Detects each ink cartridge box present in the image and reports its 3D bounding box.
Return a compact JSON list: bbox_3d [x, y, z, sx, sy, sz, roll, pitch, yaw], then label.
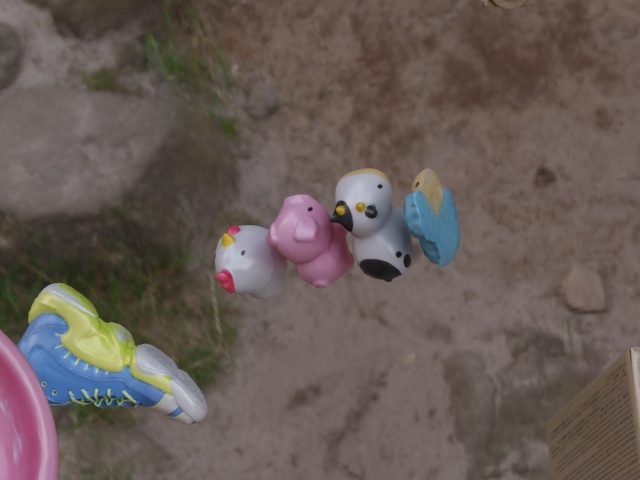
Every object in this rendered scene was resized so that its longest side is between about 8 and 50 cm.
[{"bbox_3d":[0.303,0.232,1.214,0.088,0.235,0.193,3,64,-11],"label":"ink cartridge box"}]

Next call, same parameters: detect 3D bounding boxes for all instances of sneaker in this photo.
[{"bbox_3d":[-0.246,0.160,1.430,0.240,0.091,0.126,36,89,15],"label":"sneaker"}]

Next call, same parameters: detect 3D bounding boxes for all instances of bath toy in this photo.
[{"bbox_3d":[0.000,0.000,1.640,0.348,0.151,0.129,-14,8,30],"label":"bath toy"}]

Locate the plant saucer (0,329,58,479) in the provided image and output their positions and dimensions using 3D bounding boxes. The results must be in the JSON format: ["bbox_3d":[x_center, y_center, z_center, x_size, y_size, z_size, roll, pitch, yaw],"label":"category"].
[{"bbox_3d":[-0.414,0.199,1.180,0.084,0.332,0.332,-38,27,47],"label":"plant saucer"}]

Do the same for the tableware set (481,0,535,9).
[{"bbox_3d":[0.154,-0.249,0.880,0.141,0.169,0.020,-31,37,-32],"label":"tableware set"}]
